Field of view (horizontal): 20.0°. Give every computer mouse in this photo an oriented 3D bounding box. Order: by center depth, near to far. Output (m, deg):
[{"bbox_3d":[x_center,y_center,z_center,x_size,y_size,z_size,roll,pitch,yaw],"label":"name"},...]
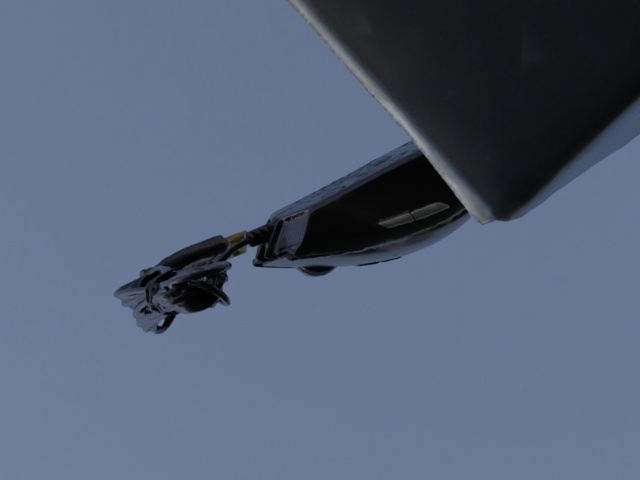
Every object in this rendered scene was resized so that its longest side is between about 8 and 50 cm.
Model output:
[{"bbox_3d":[0.000,0.000,1.119,0.262,0.184,0.060,-28,-84,-24],"label":"computer mouse"}]

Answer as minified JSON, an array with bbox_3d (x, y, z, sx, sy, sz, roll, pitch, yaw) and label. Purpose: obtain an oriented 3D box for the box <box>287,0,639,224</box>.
[{"bbox_3d":[0.167,-0.234,0.526,0.212,0.293,0.395,49,-53,9],"label":"box"}]
